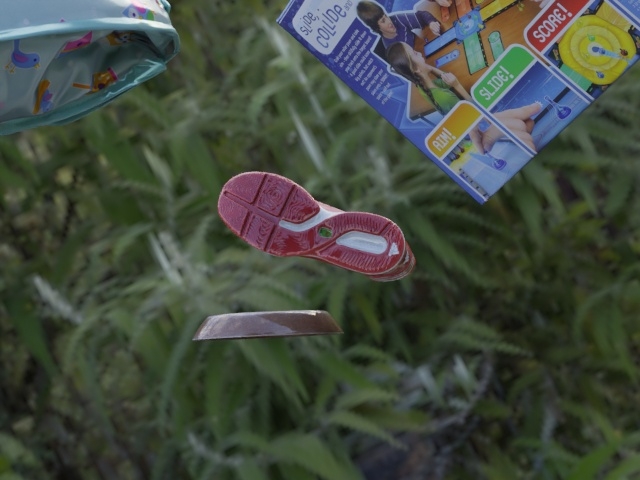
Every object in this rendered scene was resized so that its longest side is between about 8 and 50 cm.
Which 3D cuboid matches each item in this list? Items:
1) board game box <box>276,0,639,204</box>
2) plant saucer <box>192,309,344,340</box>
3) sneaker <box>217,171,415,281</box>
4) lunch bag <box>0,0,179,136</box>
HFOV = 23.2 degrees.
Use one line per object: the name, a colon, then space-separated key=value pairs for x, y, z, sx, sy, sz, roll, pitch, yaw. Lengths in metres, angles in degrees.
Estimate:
board game box: x=0.071 y=-0.109 z=0.670 sx=0.035 sy=0.136 sz=0.201 roll=-48 pitch=1 yaw=-31
plant saucer: x=-0.059 y=0.094 z=1.722 sx=0.168 sy=0.029 sz=0.168 roll=-4 pitch=-5 yaw=0
sneaker: x=0.000 y=0.000 z=1.689 sx=0.087 sy=0.221 sz=0.128 roll=-63 pitch=-22 yaw=-7
lunch bag: x=-0.265 y=-0.201 z=1.226 sx=0.262 sy=0.223 sz=0.160 roll=-19 pitch=-25 yaw=-35
